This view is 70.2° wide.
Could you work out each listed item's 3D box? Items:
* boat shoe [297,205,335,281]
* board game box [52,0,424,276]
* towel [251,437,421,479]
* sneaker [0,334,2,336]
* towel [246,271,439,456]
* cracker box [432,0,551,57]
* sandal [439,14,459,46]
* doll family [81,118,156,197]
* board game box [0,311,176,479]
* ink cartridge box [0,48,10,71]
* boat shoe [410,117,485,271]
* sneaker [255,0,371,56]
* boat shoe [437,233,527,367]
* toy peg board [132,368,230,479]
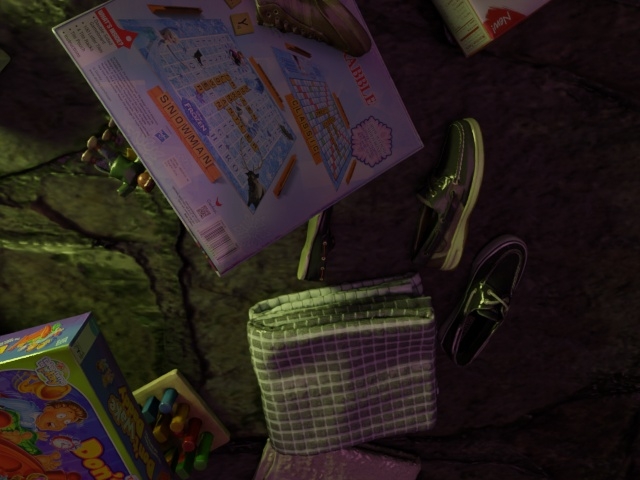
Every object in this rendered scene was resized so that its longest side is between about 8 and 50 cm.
[{"bbox_3d":[0.000,-0.001,0.669,0.042,0.049,0.132,9,109,-12],"label":"boat shoe"},{"bbox_3d":[-0.076,-0.173,0.559,0.318,0.066,0.318,-32,107,-10],"label":"board game box"},{"bbox_3d":[0.022,0.430,0.807,0.283,0.049,0.187,17,106,-9],"label":"towel"},{"bbox_3d":[-0.592,0.126,0.629,0.147,0.129,0.329,-30,107,3],"label":"sneaker"},{"bbox_3d":[0.045,0.194,0.695,0.284,0.121,0.234,-9,109,-1],"label":"towel"},{"bbox_3d":[0.183,-0.360,0.525,0.156,0.067,0.232,-37,99,-6],"label":"cracker box"},{"bbox_3d":[0.182,-0.336,0.583,0.067,0.040,0.179,-1,93,-9],"label":"sandal"},{"bbox_3d":[-0.214,-0.147,0.596,0.111,0.076,0.192,28,101,-7],"label":"doll family"},{"bbox_3d":[-0.365,0.288,0.622,0.234,0.078,0.346,-15,113,-1],"label":"board game box"},{"bbox_3d":[-0.496,-0.253,0.548,0.104,0.061,0.181,-43,105,10],"label":"ink cartridge box"},{"bbox_3d":[0.173,-0.059,0.644,0.074,0.080,0.223,0,112,-9],"label":"boat shoe"},{"bbox_3d":[-0.032,-0.253,0.499,0.188,0.066,0.071,37,104,-14],"label":"sneaker"},{"bbox_3d":[0.260,0.097,0.704,0.078,0.070,0.219,20,105,-10],"label":"boat shoe"},{"bbox_3d":[-0.260,0.323,0.738,0.161,0.079,0.160,-30,107,5],"label":"toy peg board"}]
